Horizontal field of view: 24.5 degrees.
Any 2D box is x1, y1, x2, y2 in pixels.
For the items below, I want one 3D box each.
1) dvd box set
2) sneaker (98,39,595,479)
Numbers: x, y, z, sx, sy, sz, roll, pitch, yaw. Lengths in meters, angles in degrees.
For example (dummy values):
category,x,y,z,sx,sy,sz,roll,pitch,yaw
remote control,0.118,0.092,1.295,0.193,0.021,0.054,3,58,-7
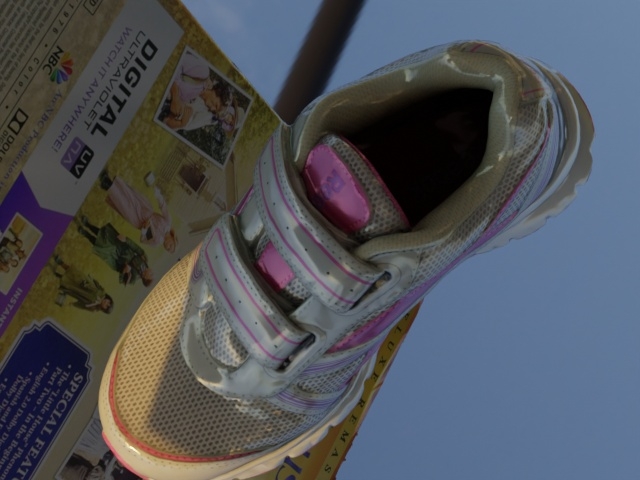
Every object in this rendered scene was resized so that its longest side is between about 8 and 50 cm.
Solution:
category,x,y,z,sx,sy,sz,roll,pitch,yaw
dvd box set,-0.111,0.048,0.815,0.420,0.062,0.308,47,-114,-47
sneaker,0.000,0.000,0.608,0.252,0.111,0.103,-44,-110,0
